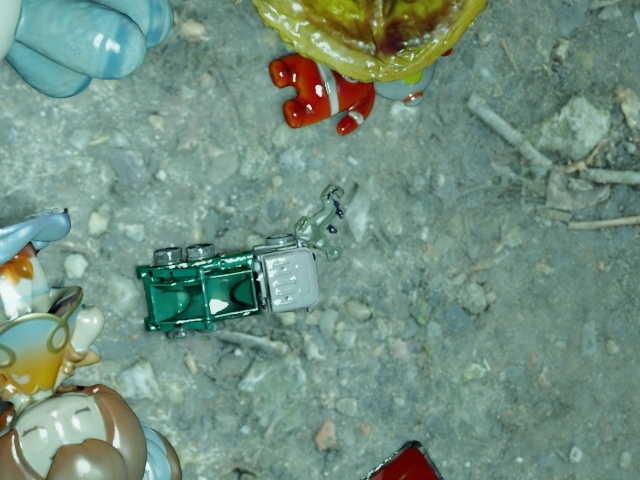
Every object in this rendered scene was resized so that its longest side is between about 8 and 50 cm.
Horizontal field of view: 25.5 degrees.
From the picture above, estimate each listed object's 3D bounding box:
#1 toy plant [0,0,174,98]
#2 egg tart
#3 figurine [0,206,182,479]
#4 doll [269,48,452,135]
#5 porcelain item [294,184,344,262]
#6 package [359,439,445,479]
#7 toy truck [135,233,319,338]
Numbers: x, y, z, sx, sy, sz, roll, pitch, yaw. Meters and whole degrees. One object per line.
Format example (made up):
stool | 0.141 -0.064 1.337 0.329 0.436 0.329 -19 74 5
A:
toy plant | -0.312 -0.260 1.566 0.332 0.247 0.247 2 93 -33
egg tart | 0.042 -0.353 1.715 0.339 0.153 0.351 -29 83 -14
figurine | -0.327 0.180 1.609 0.277 0.248 0.388 -21 92 -16
doll | 0.059 -0.215 1.795 0.245 0.076 0.142 -17 91 -14
porcelain item | 0.000 0.000 1.815 0.075 0.021 0.136 43 79 -18
package | 0.125 0.421 1.876 0.194 0.071 0.269 -39 93 -16
toy truck | -0.109 0.059 1.716 0.216 0.116 0.110 -9 98 -10
